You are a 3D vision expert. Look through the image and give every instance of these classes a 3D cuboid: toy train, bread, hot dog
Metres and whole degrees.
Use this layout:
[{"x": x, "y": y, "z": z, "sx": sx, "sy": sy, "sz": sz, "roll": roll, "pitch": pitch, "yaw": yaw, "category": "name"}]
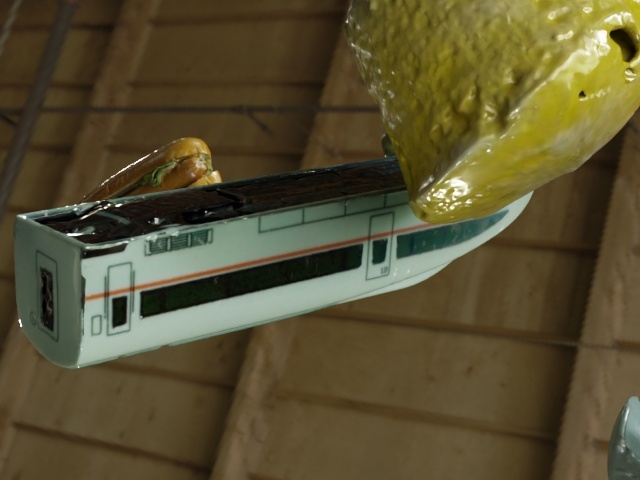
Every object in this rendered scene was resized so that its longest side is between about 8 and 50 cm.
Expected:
[{"x": 0.000, "y": 0.000, "z": 0.848, "sx": 0.086, "sy": 0.407, "sz": 0.088, "roll": 19, "pitch": -66, "yaw": 47, "category": "toy train"}, {"x": 0.106, "y": -0.111, "z": 0.770, "sx": 0.197, "sy": 0.197, "sz": 0.170, "roll": -36, "pitch": -102, "yaw": 16, "category": "bread"}, {"x": -0.214, "y": -0.043, "z": 1.512, "sx": 0.250, "sy": 0.068, "sz": 0.100, "roll": -28, "pitch": -102, "yaw": 38, "category": "hot dog"}]

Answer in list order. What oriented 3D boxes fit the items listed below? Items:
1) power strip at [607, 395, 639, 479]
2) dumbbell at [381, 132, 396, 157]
[{"x": 0.339, "y": 0.204, "z": 0.946, "sx": 0.253, "sy": 0.167, "sz": 0.054, "roll": 12, "pitch": -138, "yaw": 23, "category": "power strip"}, {"x": 0.084, "y": -0.137, "z": 1.314, "sx": 0.046, "sy": 0.118, "sz": 0.052, "roll": -3, "pitch": -144, "yaw": 1, "category": "dumbbell"}]
